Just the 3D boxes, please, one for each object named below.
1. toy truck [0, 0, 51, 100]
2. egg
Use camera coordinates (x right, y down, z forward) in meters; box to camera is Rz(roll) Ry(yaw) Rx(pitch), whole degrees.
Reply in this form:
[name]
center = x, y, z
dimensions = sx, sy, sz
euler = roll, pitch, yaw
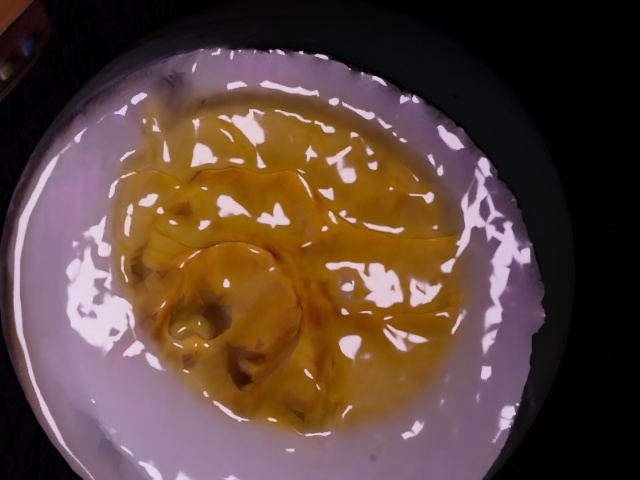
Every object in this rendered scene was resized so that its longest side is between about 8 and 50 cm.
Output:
[toy truck]
center = -0.224, -0.168, 0.834
dimensions = 0.114, 0.135, 0.270
euler = -50, 149, -20
[egg]
center = 0.000, 0.000, 1.153
dimensions = 0.340, 0.355, 0.354
euler = -51, 160, -69
